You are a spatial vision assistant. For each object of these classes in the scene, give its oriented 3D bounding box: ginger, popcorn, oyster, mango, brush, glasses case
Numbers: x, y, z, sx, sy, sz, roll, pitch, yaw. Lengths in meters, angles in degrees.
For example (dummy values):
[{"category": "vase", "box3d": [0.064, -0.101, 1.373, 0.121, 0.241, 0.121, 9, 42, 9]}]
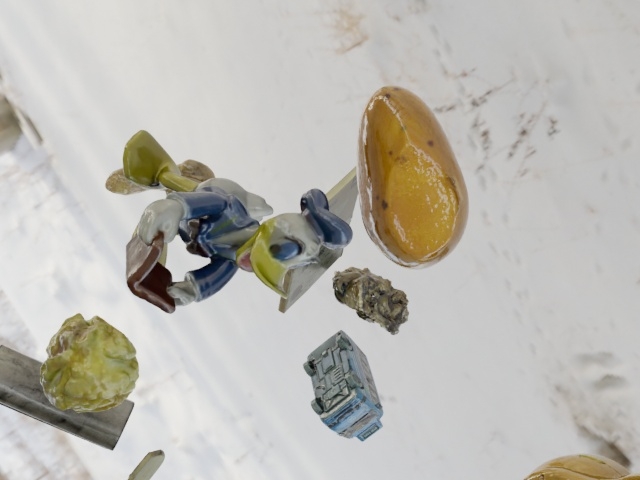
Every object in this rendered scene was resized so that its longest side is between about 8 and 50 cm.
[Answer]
[{"category": "ginger", "box3d": [-0.263, -0.089, 1.666, 0.059, 0.214, 0.133, 110, 150, -43]}, {"category": "popcorn", "box3d": [-0.267, 0.142, 1.087, 0.120, 0.106, 0.116, 50, 155, 21]}, {"category": "oyster", "box3d": [0.112, 0.115, 2.151, 0.214, 0.083, 0.223, 27, -160, -36]}, {"category": "mango", "box3d": [0.130, -0.101, 1.453, 0.191, 0.160, 0.290, -107, 3, -67]}, {"category": "brush", "box3d": [-0.397, 0.524, 1.835, 0.085, 0.336, 0.020, 17, -155, -48]}, {"category": "glasses case", "box3d": [-0.534, 0.319, 1.946, 0.299, 0.114, 0.060, 27, 152, -10]}]

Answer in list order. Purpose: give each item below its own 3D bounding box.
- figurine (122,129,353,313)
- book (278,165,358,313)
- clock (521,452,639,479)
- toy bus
[{"category": "figurine", "box3d": [-0.125, -0.022, 1.192, 0.338, 0.283, 0.204, 1, 109, 25]}, {"category": "book", "box3d": [0.000, 0.000, 1.994, 0.021, 0.217, 0.310, 35, 145, 17]}, {"category": "clock", "box3d": [0.452, 0.474, 1.541, 0.317, 0.200, 0.244, 13, 91, 42]}, {"category": "toy bus", "box3d": [0.053, 0.312, 2.056, 0.134, 0.113, 0.246, 45, -167, -26]}]
